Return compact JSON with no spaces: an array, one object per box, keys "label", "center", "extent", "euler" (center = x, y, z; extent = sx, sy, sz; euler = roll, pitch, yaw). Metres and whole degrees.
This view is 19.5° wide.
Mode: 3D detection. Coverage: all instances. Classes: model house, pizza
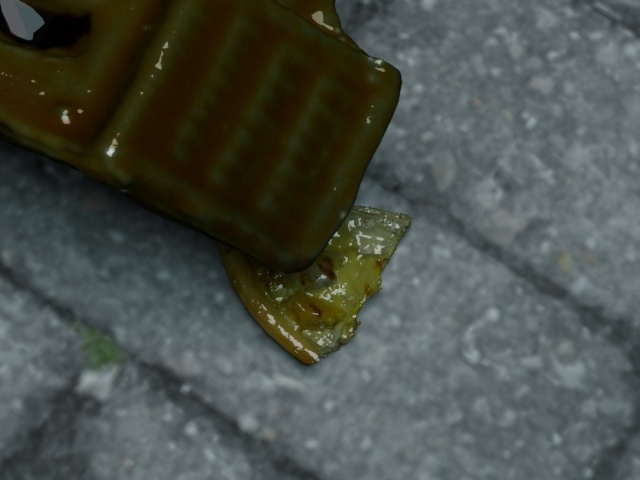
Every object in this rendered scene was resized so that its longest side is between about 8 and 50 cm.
[{"label":"model house","center":[-0.070,-0.115,0.958],"extent":[0.239,0.173,0.268],"euler":[24,72,6]},{"label":"pizza","center":[0.000,0.000,1.001],"extent":[0.108,0.026,0.123],"euler":[-25,72,-17]}]
